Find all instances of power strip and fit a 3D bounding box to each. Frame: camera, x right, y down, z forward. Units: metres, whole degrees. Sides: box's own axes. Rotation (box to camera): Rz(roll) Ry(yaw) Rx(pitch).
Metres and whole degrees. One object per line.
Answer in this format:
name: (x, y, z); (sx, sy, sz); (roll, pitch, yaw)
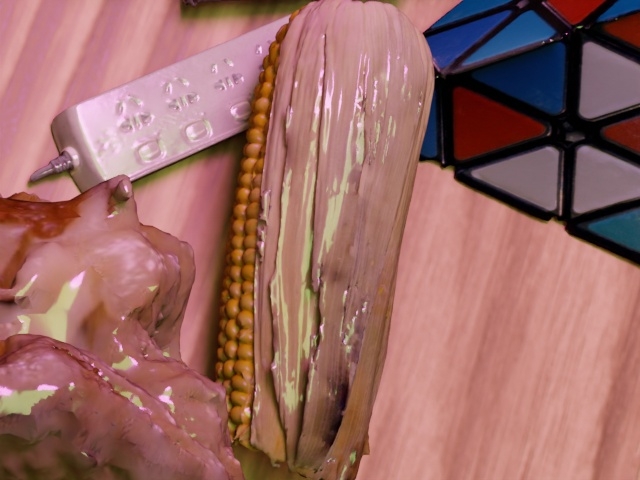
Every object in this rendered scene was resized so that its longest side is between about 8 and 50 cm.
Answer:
power strip: (-0.080, -0.091, 1.173); (0.252, 0.027, 0.060); (-26, 90, -25)

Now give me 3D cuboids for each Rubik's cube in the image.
Rubik's cube: (0.116, -0.135, 1.243); (0.234, 0.284, 0.250); (-11, 57, -3)

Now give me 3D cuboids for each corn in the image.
corn: (0.004, 0.001, 1.125); (0.122, 0.123, 0.305); (10, 86, -28)

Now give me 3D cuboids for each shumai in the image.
shumai: (-0.175, 0.086, 1.038); (0.314, 0.267, 0.262); (43, 31, -39)

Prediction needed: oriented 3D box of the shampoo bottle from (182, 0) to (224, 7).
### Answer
shampoo bottle: (0.009, -0.201, 1.212); (0.214, 0.072, 0.072); (-7, 82, -24)
